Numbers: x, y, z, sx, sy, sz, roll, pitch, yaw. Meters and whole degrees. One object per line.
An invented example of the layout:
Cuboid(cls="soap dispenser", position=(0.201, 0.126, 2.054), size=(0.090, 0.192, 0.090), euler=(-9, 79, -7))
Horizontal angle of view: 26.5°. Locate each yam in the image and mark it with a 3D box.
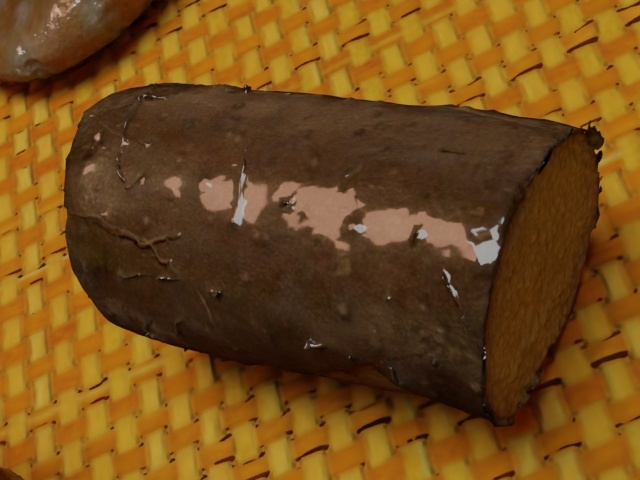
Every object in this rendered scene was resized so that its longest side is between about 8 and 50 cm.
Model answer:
Cuboid(cls="yam", position=(0.000, -0.002, 0.606), size=(0.238, 0.129, 0.128), euler=(9, 95, 32))

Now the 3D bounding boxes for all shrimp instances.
Cuboid(cls="shrimp", position=(-0.129, -0.233, 0.874), size=(0.168, 0.077, 0.317), euler=(23, 75, 41))

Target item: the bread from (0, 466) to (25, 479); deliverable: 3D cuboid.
Cuboid(cls="bread", position=(-0.195, 0.182, 0.583), size=(0.195, 0.142, 0.270), euler=(-36, 51, 3))
